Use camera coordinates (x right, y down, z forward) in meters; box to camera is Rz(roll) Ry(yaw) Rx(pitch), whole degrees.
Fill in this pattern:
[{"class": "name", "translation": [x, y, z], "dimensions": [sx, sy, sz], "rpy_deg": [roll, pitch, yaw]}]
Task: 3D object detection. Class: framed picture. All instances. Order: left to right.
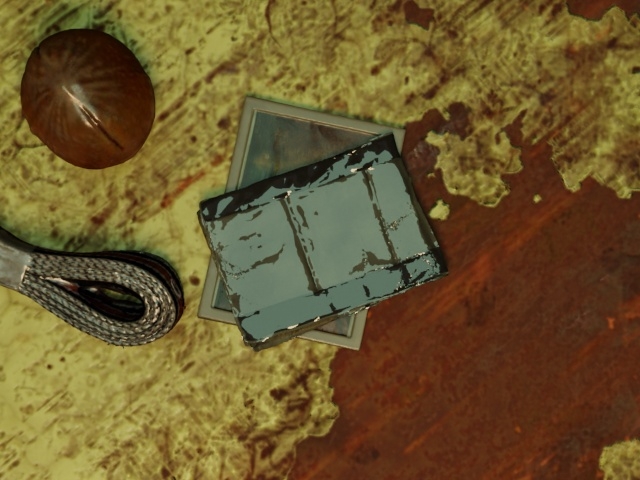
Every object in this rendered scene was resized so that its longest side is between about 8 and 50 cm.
[{"class": "framed picture", "translation": [-0.020, -0.018, 1.682], "dimensions": [0.184, 0.016, 0.250], "rpy_deg": [13, 85, 2]}]

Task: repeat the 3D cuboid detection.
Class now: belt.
[{"class": "belt", "translation": [-0.316, 0.027, 1.642], "dimensions": [0.359, 0.094, 0.126], "rpy_deg": [19, 89, 4]}]

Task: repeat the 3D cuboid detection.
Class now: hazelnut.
[{"class": "hazelnut", "translation": [-0.242, -0.152, 1.635], "dimensions": [0.150, 0.150, 0.150], "rpy_deg": [0, 84, 0]}]

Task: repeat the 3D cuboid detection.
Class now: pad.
[{"class": "pad", "translation": [0.000, 0.000, 1.663], "dimensions": [0.233, 0.022, 0.174], "rpy_deg": [-22, 83, -3]}]
